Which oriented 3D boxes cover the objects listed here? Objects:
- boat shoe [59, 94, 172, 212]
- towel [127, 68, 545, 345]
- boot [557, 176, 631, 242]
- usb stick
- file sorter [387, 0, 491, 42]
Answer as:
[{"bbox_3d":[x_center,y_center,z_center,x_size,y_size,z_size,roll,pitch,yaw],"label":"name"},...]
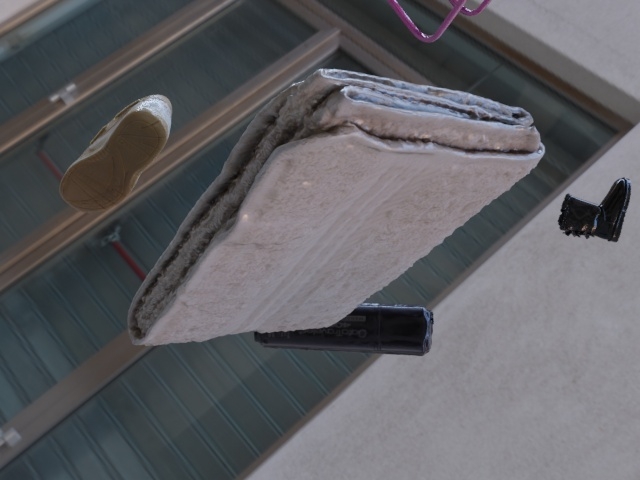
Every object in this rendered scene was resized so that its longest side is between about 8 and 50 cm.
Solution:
[{"bbox_3d":[-0.205,-0.088,0.689,0.170,0.059,0.063,-32,-61,32],"label":"boat shoe"},{"bbox_3d":[0.000,0.000,0.453,0.282,0.187,0.049,-46,-127,45],"label":"towel"},{"bbox_3d":[0.462,-0.057,1.132,0.099,0.121,0.045,14,-2,4],"label":"boot"},{"bbox_3d":[0.033,0.133,1.028,0.278,0.077,0.045,0,-9,14],"label":"usb stick"},{"bbox_3d":[0.192,-0.372,0.702,0.182,0.291,0.202,54,-19,3],"label":"file sorter"}]
